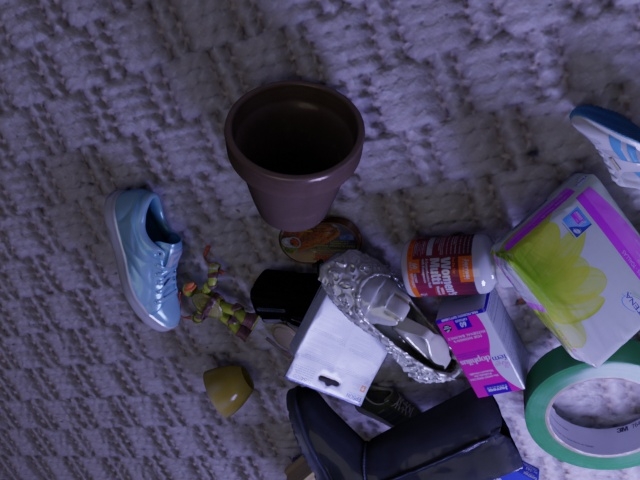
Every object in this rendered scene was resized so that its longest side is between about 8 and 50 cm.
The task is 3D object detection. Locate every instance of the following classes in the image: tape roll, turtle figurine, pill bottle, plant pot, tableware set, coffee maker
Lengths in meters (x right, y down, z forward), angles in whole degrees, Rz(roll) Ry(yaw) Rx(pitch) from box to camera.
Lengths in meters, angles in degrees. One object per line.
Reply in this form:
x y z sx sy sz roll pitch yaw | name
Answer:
0.590 0.344 1.510 0.321 0.077 0.321 6 126 9 | tape roll
-0.251 0.149 1.754 0.217 0.087 0.270 30 127 2 | turtle figurine
0.282 0.049 1.449 0.221 0.121 0.121 -5 118 25 | pill bottle
-0.229 0.379 1.879 0.095 0.134 0.134 -28 109 5 | plant pot
-0.034 0.261 1.769 0.194 0.039 0.128 40 139 2 | tableware set
-0.059 0.114 1.637 0.178 0.120 0.171 3 105 26 | coffee maker
-0.053 -0.143 1.412 0.262 0.263 0.229 20 145 10 | plant pot

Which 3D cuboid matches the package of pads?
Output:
0.481 0.060 1.324 0.229 0.101 0.296 -42 101 0 | package of pads

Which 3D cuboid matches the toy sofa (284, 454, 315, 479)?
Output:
0.078 0.705 1.956 0.150 0.177 0.362 -42 100 11 | toy sofa

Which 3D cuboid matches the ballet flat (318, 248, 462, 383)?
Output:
0.170 0.163 1.522 0.147 0.147 0.409 -27 122 33 | ballet flat

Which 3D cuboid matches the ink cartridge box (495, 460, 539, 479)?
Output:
0.445 0.614 1.789 0.097 0.046 0.207 27 127 3 | ink cartridge box

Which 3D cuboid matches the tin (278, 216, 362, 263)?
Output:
0.000 0.000 1.588 0.189 0.040 0.106 1 117 22 | tin

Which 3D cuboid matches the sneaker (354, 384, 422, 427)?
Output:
0.176 0.402 1.751 0.192 0.064 0.086 17 130 15 | sneaker

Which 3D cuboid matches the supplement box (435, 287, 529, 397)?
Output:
0.346 0.208 1.531 0.111 0.114 0.220 -20 113 30 | supplement box

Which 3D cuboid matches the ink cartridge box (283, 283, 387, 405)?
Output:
0.048 0.226 1.580 0.223 0.045 0.224 28 90 -30 | ink cartridge box

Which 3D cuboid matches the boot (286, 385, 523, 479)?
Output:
0.188 0.430 1.652 0.445 0.146 0.367 -25 91 13 | boot

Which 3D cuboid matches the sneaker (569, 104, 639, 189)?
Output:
0.522 -0.149 1.246 0.228 0.087 0.092 33 129 2 | sneaker

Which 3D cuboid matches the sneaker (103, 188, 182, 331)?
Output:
-0.388 0.052 1.706 0.150 0.135 0.366 -5 114 30 | sneaker
